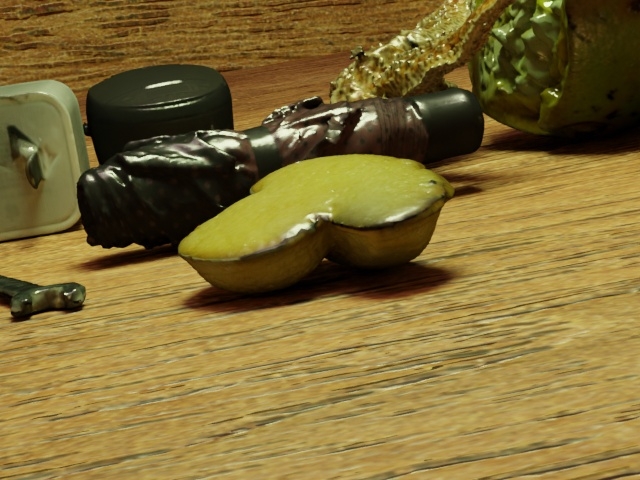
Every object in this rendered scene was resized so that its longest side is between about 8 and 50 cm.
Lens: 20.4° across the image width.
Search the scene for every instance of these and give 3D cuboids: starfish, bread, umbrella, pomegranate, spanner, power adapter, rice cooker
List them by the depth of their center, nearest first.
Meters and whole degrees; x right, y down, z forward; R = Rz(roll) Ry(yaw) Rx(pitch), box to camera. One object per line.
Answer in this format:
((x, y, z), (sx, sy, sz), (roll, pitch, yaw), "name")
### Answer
((0.000, 0.000, 1.111), (0.149, 0.065, 0.188), (-29, 22, -34), "bread")
((-0.227, 0.031, 1.251), (0.054, 0.015, 0.254), (-13, 10, -27), "spanner")
((-0.026, -0.057, 1.356), (0.326, 0.094, 0.090), (-13, 37, -15), "umbrella")
((-0.271, -0.065, 1.531), (0.130, 0.125, 0.205), (-8, 10, -2), "power adapter")
((0.077, -0.149, 1.544), (0.301, 0.084, 0.293), (-47, -3, 15), "starfish")
((0.264, -0.260, 1.585), (0.216, 0.358, 0.310), (9, -14, -9), "pomegranate")
((-0.151, -0.105, 1.677), (0.142, 0.118, 0.203), (-11, 10, -10), "rice cooker")
